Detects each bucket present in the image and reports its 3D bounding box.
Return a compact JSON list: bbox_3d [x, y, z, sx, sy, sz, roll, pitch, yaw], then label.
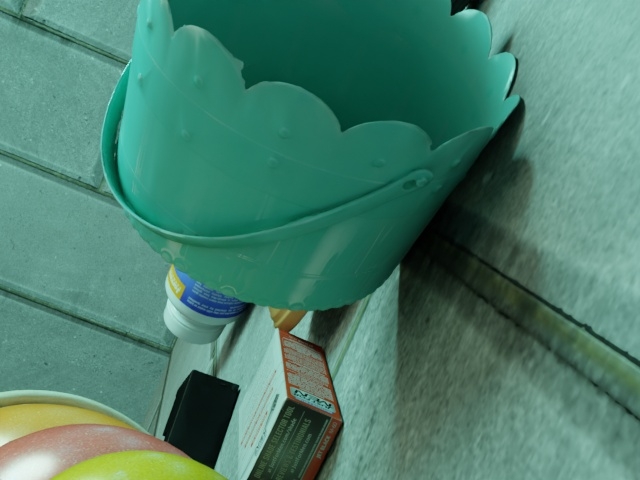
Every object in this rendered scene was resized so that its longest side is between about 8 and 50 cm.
[{"bbox_3d":[-0.017,-0.096,0.596,0.281,0.281,0.183,-81,13,-52],"label":"bucket"}]

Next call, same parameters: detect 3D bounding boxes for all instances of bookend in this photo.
[{"bbox_3d":[-0.189,0.285,1.182,0.156,0.072,0.157,130,159,-62],"label":"bookend"}]

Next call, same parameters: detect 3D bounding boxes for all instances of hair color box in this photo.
[{"bbox_3d":[-0.031,0.150,0.708,0.167,0.053,0.093,-108,43,-77],"label":"hair color box"}]

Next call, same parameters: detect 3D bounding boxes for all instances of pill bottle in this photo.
[{"bbox_3d":[-0.177,0.049,1.403,0.152,0.152,0.272,-83,18,-55],"label":"pill bottle"}]

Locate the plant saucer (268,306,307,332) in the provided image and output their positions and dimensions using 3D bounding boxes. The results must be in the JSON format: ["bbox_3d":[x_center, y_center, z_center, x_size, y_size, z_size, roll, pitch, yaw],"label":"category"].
[{"bbox_3d":[0.000,0.000,0.822,0.200,0.037,0.200,-58,6,9],"label":"plant saucer"}]

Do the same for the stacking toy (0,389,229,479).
[{"bbox_3d":[-0.137,0.243,0.548,0.480,0.350,0.350,-28,37,49],"label":"stacking toy"}]

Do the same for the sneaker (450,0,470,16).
[{"bbox_3d":[0.084,-0.246,0.745,0.109,0.130,0.286,-99,34,-75],"label":"sneaker"}]
